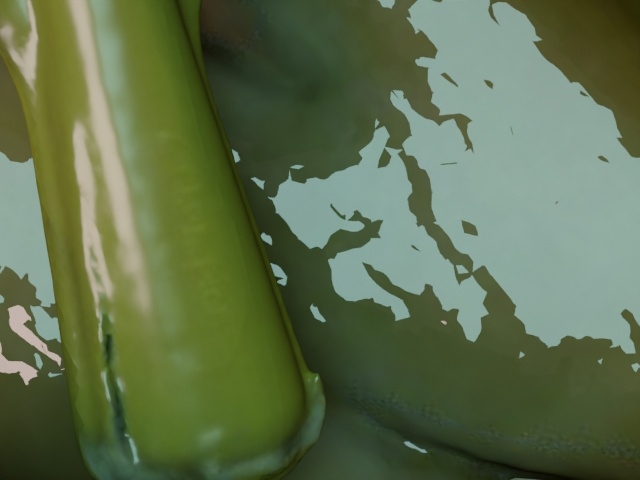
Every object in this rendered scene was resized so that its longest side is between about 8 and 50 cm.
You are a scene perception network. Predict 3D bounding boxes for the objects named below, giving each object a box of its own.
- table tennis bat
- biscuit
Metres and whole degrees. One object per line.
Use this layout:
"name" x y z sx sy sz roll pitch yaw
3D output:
"table tennis bat" -0.067 -0.112 0.449 0.224 0.054 0.369 -18 102 -16
"biscuit" 0.000 0.000 0.538 0.237 0.062 0.291 -44 85 4
